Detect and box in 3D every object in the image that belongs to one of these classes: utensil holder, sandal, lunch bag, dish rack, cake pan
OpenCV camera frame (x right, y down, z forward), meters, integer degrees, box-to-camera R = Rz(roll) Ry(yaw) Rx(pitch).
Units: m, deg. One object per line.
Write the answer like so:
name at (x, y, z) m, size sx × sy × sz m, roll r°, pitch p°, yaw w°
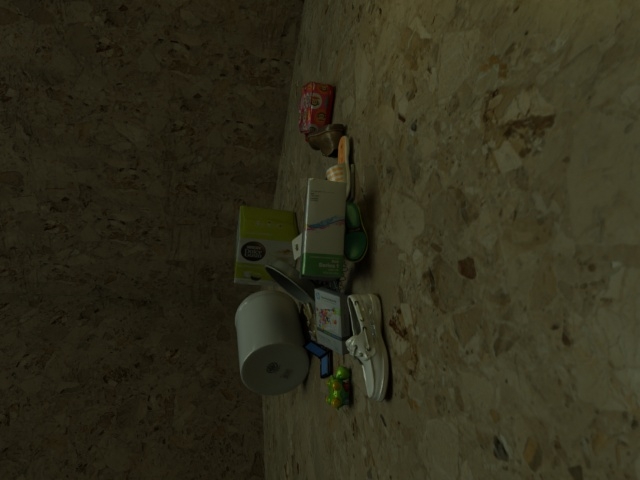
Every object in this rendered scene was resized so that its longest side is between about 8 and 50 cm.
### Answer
utensil holder at (-0.233, 0.471, 1.968) m, size 0.385 × 0.327 × 0.328 m, roll -113°, pitch 31°, yaw -61°
sandal at (0.056, -0.247, 1.472) m, size 0.102 × 0.076 × 0.265 m, roll 125°, pitch 147°, yaw -65°
lunch bag at (-0.032, -0.581, 1.926) m, size 0.293 × 0.120 × 0.258 m, roll -128°, pitch 43°, yaw -70°
dish rack at (0.040, 0.132, 1.480) m, size 0.272 × 0.074 × 0.208 m, roll -109°, pitch 26°, yaw -56°
cake pan at (-0.097, 0.178, 1.686) m, size 0.054 × 0.293 × 0.293 m, roll -50°, pitch 5°, yaw -16°

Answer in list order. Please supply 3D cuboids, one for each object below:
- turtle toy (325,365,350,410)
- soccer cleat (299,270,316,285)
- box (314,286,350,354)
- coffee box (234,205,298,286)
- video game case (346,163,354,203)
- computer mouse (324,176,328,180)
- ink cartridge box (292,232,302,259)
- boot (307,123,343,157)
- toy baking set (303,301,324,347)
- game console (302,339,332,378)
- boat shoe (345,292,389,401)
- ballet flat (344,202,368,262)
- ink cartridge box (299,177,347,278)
turtle toy at (0.058, 0.452, 1.286) m, size 0.095 × 0.066 × 0.130 m, roll 138°, pitch 136°, yaw -71°
soccer cleat at (-0.043, 0.146, 1.808) m, size 0.116 × 0.108 × 0.318 m, roll -60°, pitch -1°, yaw -16°
box at (0.038, 0.255, 1.347) m, size 0.145 × 0.038 × 0.186 m, roll 9°, pitch 103°, yaw 57°
coffee box at (-0.326, 0.032, 2.479) m, size 0.338 × 0.337 × 0.335 m, roll -103°, pitch 22°, yaw -53°
video game case at (0.099, -0.194, 1.468) m, size 0.087 × 0.011 × 0.122 m, roll 141°, pitch 132°, yaw -71°
computer mouse at (0.017, -0.195, 1.753) m, size 0.242 × 0.041 × 0.071 m, roll 114°, pitch 156°, yaw -57°
ink cartridge box at (0.000, 0.000, 1.449) m, size 0.198 × 0.067 × 0.115 m, roll -32°, pitch 35°, yaw 15°
boot at (0.016, -0.386, 1.709) m, size 0.305 × 0.112 × 0.115 m, roll -167°, pitch 71°, yaw -75°
toy baking set at (-0.021, 0.357, 1.672) m, size 0.197 × 0.030 × 0.256 m, roll -159°, pitch 56°, yaw -74°
game console at (-0.014, 0.442, 1.556) m, size 0.144 × 0.085 × 0.124 m, roll 120°, pitch 152°, yaw -62°
boat shoe at (0.109, 0.267, 1.070) m, size 0.098 × 0.096 × 0.277 m, roll 114°, pitch 156°, yaw -54°
ballet flat at (0.104, -0.013, 1.281) m, size 0.077 × 0.077 × 0.231 m, roll 77°, pitch -172°, yaw -51°
ink cartridge box at (0.005, -0.024, 1.264) m, size 0.201 × 0.117 × 0.278 m, roll 122°, pitch 152°, yaw -80°
